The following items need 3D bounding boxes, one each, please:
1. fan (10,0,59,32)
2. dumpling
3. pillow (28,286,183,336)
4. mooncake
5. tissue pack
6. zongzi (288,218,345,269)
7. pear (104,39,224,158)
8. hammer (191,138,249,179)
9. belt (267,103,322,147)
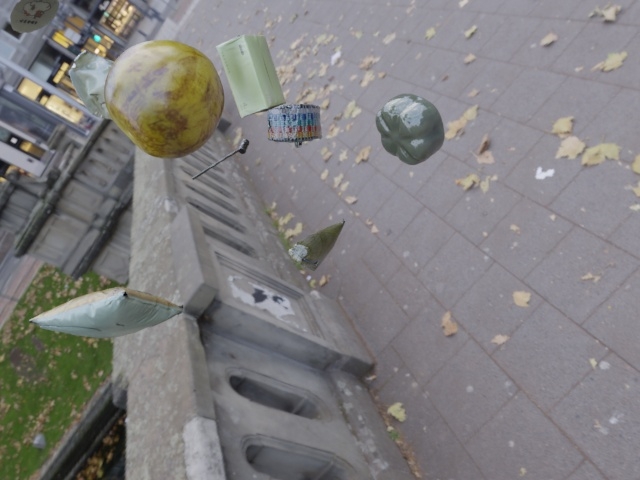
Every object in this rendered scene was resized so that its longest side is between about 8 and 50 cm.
[{"bbox_3d":[-0.958,-0.847,1.644,0.329,0.009,0.190,-41,5,23],"label":"fan"},{"bbox_3d":[-0.548,-0.387,1.226,0.111,0.181,0.154,-6,57,65],"label":"dumpling"},{"bbox_3d":[-0.630,0.223,1.438,0.313,0.310,0.119,-18,72,11],"label":"pillow"},{"bbox_3d":[0.319,-0.401,1.734,0.135,0.274,0.275,-38,27,-20],"label":"mooncake"},{"bbox_3d":[-0.220,-0.534,1.538,0.125,0.234,0.159,-12,16,23],"label":"tissue pack"},{"bbox_3d":[0.000,0.000,1.839,0.115,0.228,0.256,44,92,14],"label":"zongzi"},{"bbox_3d":[-0.364,-0.337,1.129,0.281,0.281,0.280,-34,40,34],"label":"pear"},{"bbox_3d":[-0.365,-0.277,1.693,0.292,0.029,0.058,-23,35,32],"label":"hammer"},{"bbox_3d":[-0.097,-0.438,1.829,0.295,0.207,0.160,-82,-10,-77],"label":"belt"}]
